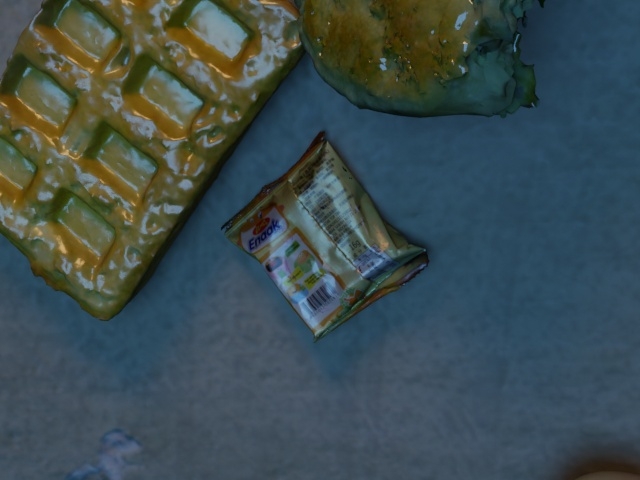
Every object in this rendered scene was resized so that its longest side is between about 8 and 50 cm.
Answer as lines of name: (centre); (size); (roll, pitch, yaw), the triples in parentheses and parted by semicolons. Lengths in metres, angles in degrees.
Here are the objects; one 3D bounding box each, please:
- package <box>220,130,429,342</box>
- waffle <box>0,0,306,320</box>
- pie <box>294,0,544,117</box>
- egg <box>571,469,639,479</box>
package: (0.001, 0.002, 0.759); (0.108, 0.031, 0.120); (-41, 87, 19)
waffle: (-0.139, -0.092, 0.755); (0.168, 0.057, 0.274); (38, 109, 1)
pie: (0.072, -0.246, 0.581); (0.296, 0.078, 0.371); (53, 134, 28)
egg: (0.212, 0.214, 0.723); (0.135, 0.103, 0.103); (43, 109, 2)
